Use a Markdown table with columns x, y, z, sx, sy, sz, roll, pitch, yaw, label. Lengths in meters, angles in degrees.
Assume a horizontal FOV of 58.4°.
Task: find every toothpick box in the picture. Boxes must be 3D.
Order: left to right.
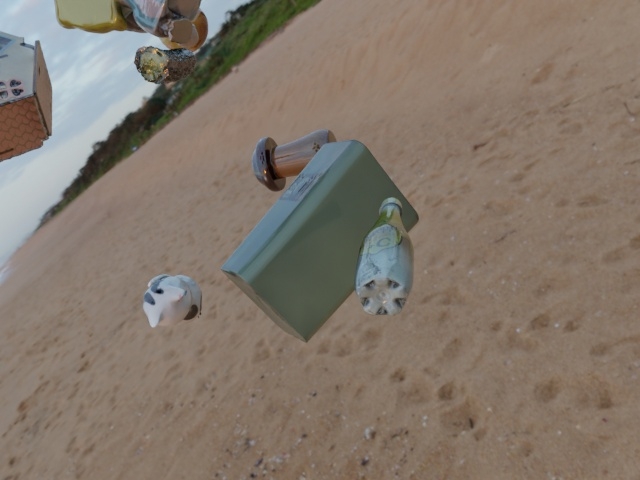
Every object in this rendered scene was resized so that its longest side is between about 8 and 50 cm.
| x | y | z | sx | sy | sz | roll | pitch | yaw | label |
| --- | --- | --- | --- | --- | --- | --- | --- | --- | --- |
| -0.089 | -0.278 | 1.964 | 0.294 | 0.192 | 0.192 | -10 | 28 | 17 | toothpick box |

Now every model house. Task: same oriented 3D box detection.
| x | y | z | sx | sy | sz | roll | pitch | yaw | label |
| --- | --- | --- | --- | --- | --- | --- | --- | --- | --- |
| -0.630 | -0.263 | 1.055 | 0.169 | 0.244 | 0.326 | 110 | -177 | -52 | model house |

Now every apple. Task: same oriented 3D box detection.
| x | y | z | sx | sy | sz | roll | pitch | yaw | label |
| --- | --- | --- | --- | --- | --- | --- | --- | --- | --- |
| -0.377 | -0.592 | 1.578 | 0.146 | 0.146 | 0.146 | -35 | 19 | 14 | apple |

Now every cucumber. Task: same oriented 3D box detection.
| x | y | z | sx | sy | sz | roll | pitch | yaw | label |
| --- | --- | --- | --- | --- | --- | --- | --- | --- | --- |
| -0.270 | -0.315 | 1.031 | 0.067 | 0.067 | 0.245 | -36 | 12 | 10 | cucumber |

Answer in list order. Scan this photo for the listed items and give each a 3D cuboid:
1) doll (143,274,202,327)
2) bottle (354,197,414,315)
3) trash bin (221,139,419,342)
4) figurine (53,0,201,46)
| x | y | z | sx | sy | sz | roll | pitch | yaw | label |
| --- | --- | --- | --- | --- | --- | --- | --- | --- | --- |
| -0.313 | 0.128 | 1.211 | 0.110 | 0.106 | 0.181 | -55 | -9 | -3 | doll |
| 0.100 | 0.009 | 0.871 | 0.083 | 0.083 | 0.270 | -31 | 22 | 24 | bottle |
| 0.000 | 0.000 | 1.122 | 0.343 | 0.223 | 0.158 | -49 | 25 | -18 | trash bin |
| -0.331 | -0.557 | 1.220 | 0.377 | 0.361 | 0.267 | -38 | -28 | -57 | figurine |
